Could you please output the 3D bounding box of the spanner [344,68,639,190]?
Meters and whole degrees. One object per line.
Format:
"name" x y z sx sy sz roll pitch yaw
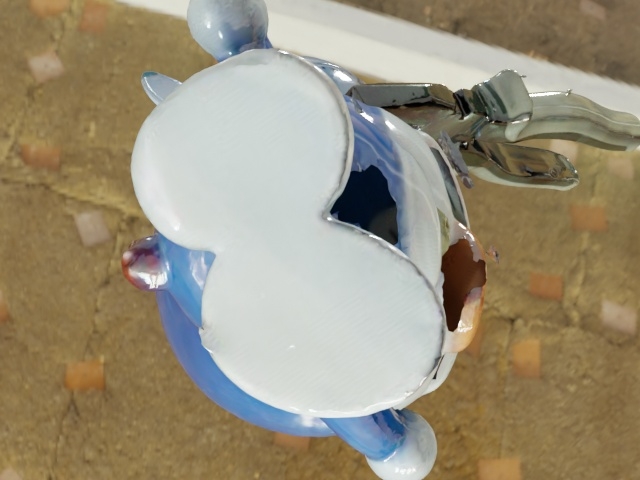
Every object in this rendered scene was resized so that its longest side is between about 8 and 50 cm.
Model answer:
"spanner" 0.122 -0.073 0.765 0.324 0.095 0.040 2 -123 -50

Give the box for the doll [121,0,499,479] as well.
"doll" 0.000 0.000 0.480 0.161 0.257 0.215 -14 -92 -1

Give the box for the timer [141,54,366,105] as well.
"timer" -0.043 -0.069 0.913 0.175 0.255 0.175 -4 -82 -27
